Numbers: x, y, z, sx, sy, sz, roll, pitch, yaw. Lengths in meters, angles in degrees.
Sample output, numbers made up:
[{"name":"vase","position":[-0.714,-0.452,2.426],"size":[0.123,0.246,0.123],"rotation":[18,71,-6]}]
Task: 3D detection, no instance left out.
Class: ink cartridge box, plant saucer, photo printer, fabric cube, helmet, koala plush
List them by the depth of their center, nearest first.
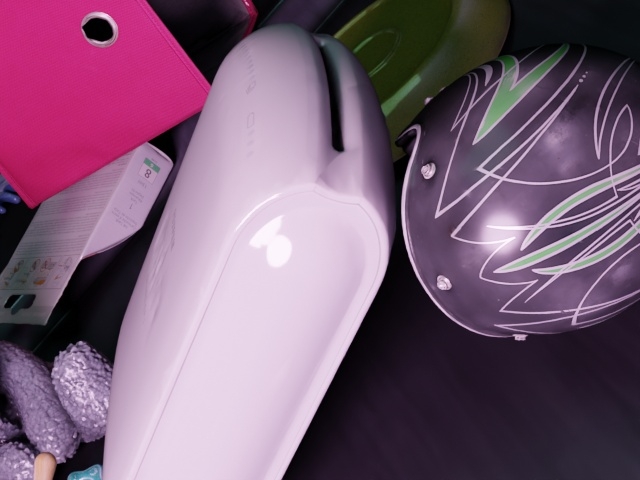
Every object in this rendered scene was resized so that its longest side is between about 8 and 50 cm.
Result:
[{"name":"helmet","position":[0.124,-0.028,0.611],"size":[0.169,0.169,0.161],"rotation":[-45,14,8]},{"name":"photo printer","position":[-0.050,0.020,0.720],"size":[0.256,0.107,0.307],"rotation":[-99,30,-57]},{"name":"koala plush","position":[-0.317,0.133,0.948],"size":[0.203,0.221,0.196],"rotation":[10,65,56]},{"name":"plant saucer","position":[0.051,-0.147,0.950],"size":[0.241,0.037,0.241],"rotation":[-33,31,23]},{"name":"fabric cube","position":[-0.257,-0.239,1.190],"size":[0.258,0.254,0.259],"rotation":[-26,25,21]},{"name":"ink cartridge box","position":[-0.269,0.002,1.209],"size":[0.181,0.056,0.224],"rotation":[-4,57,51]}]

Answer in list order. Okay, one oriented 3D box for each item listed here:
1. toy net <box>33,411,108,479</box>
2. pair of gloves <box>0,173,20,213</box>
[{"name":"toy net","position":[-0.179,0.207,0.840],"size":[0.232,0.045,0.122],"rotation":[-46,57,-9]},{"name":"pair of gloves","position":[-0.465,-0.026,1.522],"size":[0.159,0.023,0.198],"rotation":[-12,46,49]}]
